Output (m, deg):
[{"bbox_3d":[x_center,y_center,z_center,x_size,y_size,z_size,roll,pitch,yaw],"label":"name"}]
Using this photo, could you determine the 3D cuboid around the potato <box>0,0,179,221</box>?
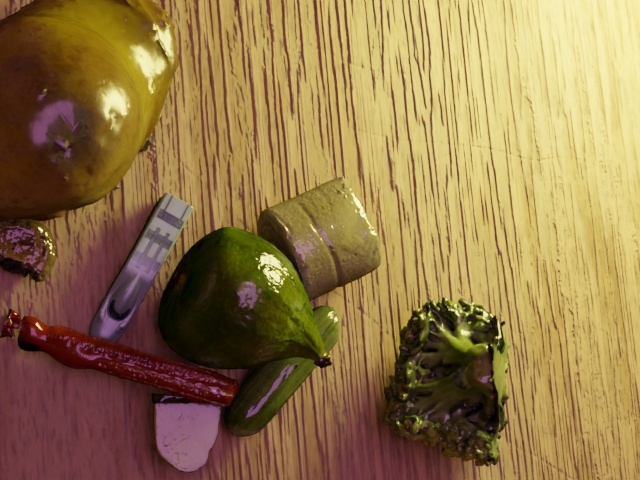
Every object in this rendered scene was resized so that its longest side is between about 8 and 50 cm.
[{"bbox_3d":[-0.302,-0.172,1.803,0.397,0.296,0.290,-30,109,-26],"label":"potato"}]

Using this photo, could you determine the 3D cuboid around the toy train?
[{"bbox_3d":[-0.253,0.045,1.941,0.052,0.051,0.234,30,71,-9],"label":"toy train"}]

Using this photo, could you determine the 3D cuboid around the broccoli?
[{"bbox_3d":[0.174,0.200,1.989,0.180,0.273,0.242,-1,77,13],"label":"broccoli"}]

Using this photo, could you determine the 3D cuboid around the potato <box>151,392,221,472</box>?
[{"bbox_3d":[-0.192,0.265,1.917,0.096,0.066,0.103,10,80,-10],"label":"potato"}]

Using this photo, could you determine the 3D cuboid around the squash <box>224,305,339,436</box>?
[{"bbox_3d":[-0.051,0.184,1.983,0.069,0.069,0.239,43,71,-8],"label":"squash"}]

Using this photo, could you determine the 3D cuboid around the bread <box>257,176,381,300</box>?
[{"bbox_3d":[0.000,0.000,2.000,0.141,0.134,0.148,-25,100,-22],"label":"bread"}]

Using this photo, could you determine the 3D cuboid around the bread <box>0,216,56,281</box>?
[{"bbox_3d":[-0.411,0.006,1.884,0.113,0.060,0.082,25,73,-17],"label":"bread"}]

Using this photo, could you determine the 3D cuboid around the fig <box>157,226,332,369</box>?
[{"bbox_3d":[-0.086,0.099,1.923,0.235,0.203,0.203,25,73,-24],"label":"fig"}]

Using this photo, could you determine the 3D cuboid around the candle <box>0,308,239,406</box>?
[{"bbox_3d":[-0.271,0.164,1.877,0.329,0.048,0.051,17,93,-2],"label":"candle"}]
